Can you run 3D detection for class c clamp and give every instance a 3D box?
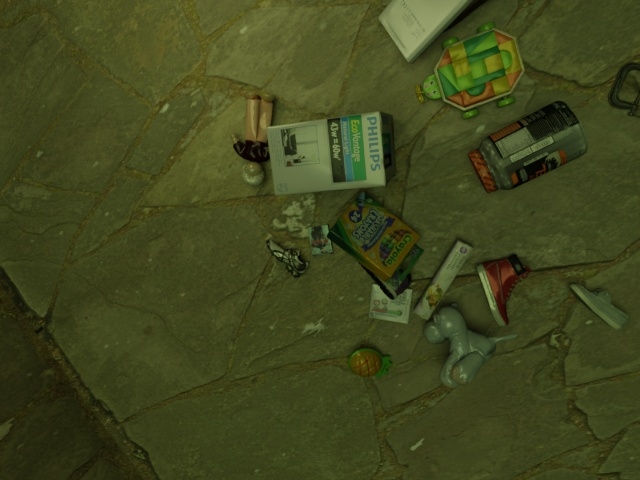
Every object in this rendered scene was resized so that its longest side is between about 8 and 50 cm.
[{"bbox_3d":[0.993,-0.473,1.386,0.137,0.022,0.161,15,106,16],"label":"c clamp"}]

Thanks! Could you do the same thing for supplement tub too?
[{"bbox_3d":[0.657,-0.290,1.418,0.316,0.193,0.194,-27,94,19],"label":"supplement tub"}]

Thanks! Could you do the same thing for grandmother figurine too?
[{"bbox_3d":[-0.252,-0.380,1.685,0.207,0.104,0.342,9,101,21],"label":"grandmother figurine"}]

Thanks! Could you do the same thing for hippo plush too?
[{"bbox_3d":[0.479,0.365,1.574,0.236,0.234,0.294,49,136,13],"label":"hippo plush"}]

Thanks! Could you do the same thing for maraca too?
[{"bbox_3d":[0.198,0.491,1.754,0.185,0.099,0.127,19,110,-17],"label":"maraca"}]

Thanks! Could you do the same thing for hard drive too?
[{"bbox_3d":[0.350,-0.761,1.396,0.318,0.040,0.210,-40,70,37],"label":"hard drive"}]

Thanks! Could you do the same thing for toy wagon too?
[{"bbox_3d":[0.489,-0.549,1.472,0.344,0.068,0.267,-17,97,17],"label":"toy wagon"}]

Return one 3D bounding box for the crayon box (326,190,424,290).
[{"bbox_3d":[0.212,0.000,1.600,0.323,0.083,0.203,38,71,4],"label":"crayon box"}]

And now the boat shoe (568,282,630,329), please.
[{"bbox_3d":[0.960,0.210,1.511,0.227,0.079,0.081,40,101,-3],"label":"boat shoe"}]

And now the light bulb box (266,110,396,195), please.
[{"bbox_3d":[0.057,-0.295,1.485,0.361,0.358,0.225,-3,103,16],"label":"light bulb box"}]

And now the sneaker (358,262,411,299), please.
[{"bbox_3d":[0.229,0.080,1.672,0.124,0.107,0.283,-38,83,-10],"label":"sneaker"}]

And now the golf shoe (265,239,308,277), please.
[{"bbox_3d":[-0.131,0.056,1.765,0.094,0.077,0.198,-44,93,4],"label":"golf shoe"}]

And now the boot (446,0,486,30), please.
[{"bbox_3d":[0.409,-0.814,1.426,0.262,0.095,0.203,-29,86,30],"label":"boot"}]

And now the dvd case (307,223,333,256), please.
[{"bbox_3d":[0.000,0.000,1.742,0.087,0.013,0.119,-7,100,16],"label":"dvd case"}]

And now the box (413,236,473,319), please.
[{"bbox_3d":[0.451,0.144,1.629,0.063,0.067,0.324,29,106,6],"label":"box"}]

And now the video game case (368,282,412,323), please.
[{"bbox_3d":[0.274,0.246,1.720,0.157,0.019,0.143,7,103,13],"label":"video game case"}]

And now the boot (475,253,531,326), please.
[{"bbox_3d":[0.679,0.179,1.569,0.176,0.088,0.244,-18,93,16],"label":"boot"}]
